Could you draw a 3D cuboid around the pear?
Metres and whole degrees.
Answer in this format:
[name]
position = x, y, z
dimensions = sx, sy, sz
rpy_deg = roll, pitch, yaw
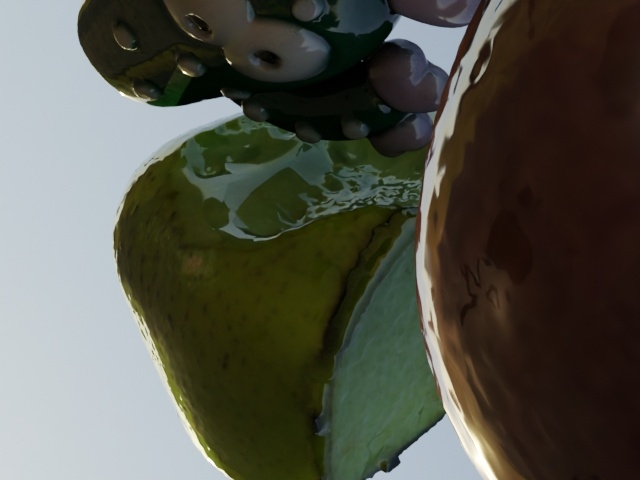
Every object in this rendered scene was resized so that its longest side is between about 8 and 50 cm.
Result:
[pear]
position = 0.000, 0.000, 1.116
dimensions = 0.292, 0.292, 0.159
rpy_deg = 36, -38, 54

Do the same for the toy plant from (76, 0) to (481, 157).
[toy plant]
position = -0.031, -0.138, 0.979
dimensions = 0.243, 0.232, 0.112
rpy_deg = 109, 3, -58

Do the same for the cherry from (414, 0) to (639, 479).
[cherry]
position = 0.135, -0.012, 0.441
dimensions = 0.213, 0.236, 0.285
rpy_deg = 63, 3, 25
